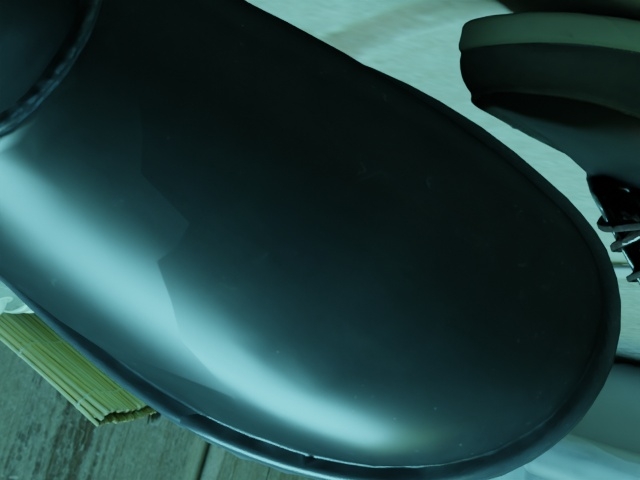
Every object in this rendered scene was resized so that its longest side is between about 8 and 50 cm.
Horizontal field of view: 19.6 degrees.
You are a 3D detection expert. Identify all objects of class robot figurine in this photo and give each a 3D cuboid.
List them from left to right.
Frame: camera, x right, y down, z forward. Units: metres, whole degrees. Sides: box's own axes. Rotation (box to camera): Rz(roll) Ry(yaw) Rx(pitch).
[{"bbox_3d":[0.290,0.213,1.597,0.353,0.200,0.300,10,169,37],"label":"robot figurine"}]

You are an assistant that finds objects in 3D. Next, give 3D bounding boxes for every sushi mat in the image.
[{"bbox_3d":[-0.261,0.046,1.588,0.316,0.019,0.151,39,-164,14],"label":"sushi mat"}]

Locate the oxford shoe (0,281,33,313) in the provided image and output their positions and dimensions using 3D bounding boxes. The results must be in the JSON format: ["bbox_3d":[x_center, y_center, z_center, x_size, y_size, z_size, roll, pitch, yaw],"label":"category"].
[{"bbox_3d":[-0.252,0.001,1.495,0.169,0.130,0.449,11,173,19],"label":"oxford shoe"}]

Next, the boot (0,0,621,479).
[{"bbox_3d":[-0.097,-0.068,0.473,0.367,0.146,0.445,26,172,13],"label":"boot"}]

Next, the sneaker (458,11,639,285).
[{"bbox_3d":[0.136,-0.002,0.684,0.222,0.118,0.083,20,171,-28],"label":"sneaker"}]
